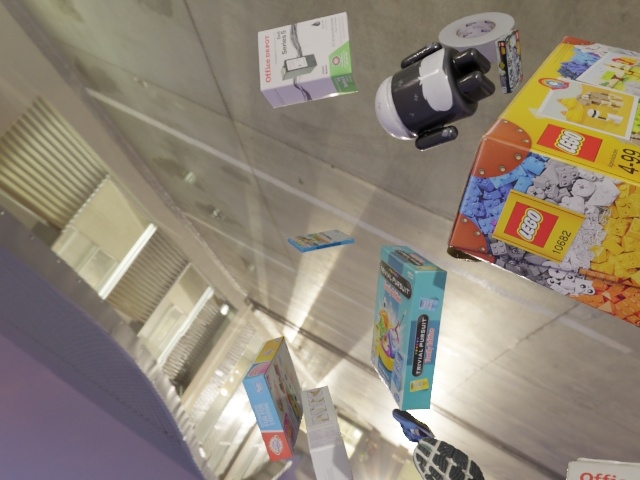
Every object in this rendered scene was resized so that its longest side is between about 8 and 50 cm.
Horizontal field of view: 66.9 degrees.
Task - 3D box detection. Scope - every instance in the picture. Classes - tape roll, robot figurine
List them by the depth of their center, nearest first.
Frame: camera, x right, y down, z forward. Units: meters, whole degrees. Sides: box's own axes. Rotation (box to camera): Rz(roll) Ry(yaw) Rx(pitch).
[{"bbox_3d":[0.266,-0.347,1.160,0.278,0.209,0.173,-17,125,39],"label":"robot figurine"},{"bbox_3d":[0.474,-0.609,1.471,0.219,0.219,0.072,18,146,37],"label":"tape roll"}]

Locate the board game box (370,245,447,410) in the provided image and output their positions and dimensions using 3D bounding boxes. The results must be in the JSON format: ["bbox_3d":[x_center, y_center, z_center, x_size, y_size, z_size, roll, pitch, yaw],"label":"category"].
[{"bbox_3d":[0.207,0.203,1.205,0.079,0.335,0.254,1,-168,-11],"label":"board game box"}]

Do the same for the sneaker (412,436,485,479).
[{"bbox_3d":[0.287,0.520,0.985,0.275,0.107,0.110,44,146,3],"label":"sneaker"}]

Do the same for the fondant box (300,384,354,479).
[{"bbox_3d":[0.024,0.599,1.383,0.330,0.096,0.238,-132,28,-79],"label":"fondant box"}]

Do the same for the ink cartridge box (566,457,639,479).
[{"bbox_3d":[0.404,0.426,0.589,0.197,0.272,0.114,-21,116,47],"label":"ink cartridge box"}]

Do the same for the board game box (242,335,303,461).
[{"bbox_3d":[-0.125,0.450,1.431,0.316,0.064,0.242,-50,-58,-81],"label":"board game box"}]

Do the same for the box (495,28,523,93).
[{"bbox_3d":[0.491,-0.463,1.256,0.027,0.094,0.137,8,130,41],"label":"box"}]

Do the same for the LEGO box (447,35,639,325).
[{"bbox_3d":[0.474,-0.116,0.742,0.373,0.500,0.193,25,134,21],"label":"LEGO box"}]

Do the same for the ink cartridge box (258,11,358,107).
[{"bbox_3d":[-0.038,-0.525,1.426,0.273,0.198,0.115,-7,167,13],"label":"ink cartridge box"}]

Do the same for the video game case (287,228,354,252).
[{"bbox_3d":[0.000,0.000,1.440,0.119,0.167,0.015,-146,50,-61],"label":"video game case"}]

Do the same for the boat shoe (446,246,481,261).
[{"bbox_3d":[0.514,0.051,1.701,0.049,0.056,0.152,29,175,-39],"label":"boat shoe"}]

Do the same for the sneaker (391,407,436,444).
[{"bbox_3d":[0.232,0.487,1.250,0.144,0.059,0.053,39,-172,-16],"label":"sneaker"}]
